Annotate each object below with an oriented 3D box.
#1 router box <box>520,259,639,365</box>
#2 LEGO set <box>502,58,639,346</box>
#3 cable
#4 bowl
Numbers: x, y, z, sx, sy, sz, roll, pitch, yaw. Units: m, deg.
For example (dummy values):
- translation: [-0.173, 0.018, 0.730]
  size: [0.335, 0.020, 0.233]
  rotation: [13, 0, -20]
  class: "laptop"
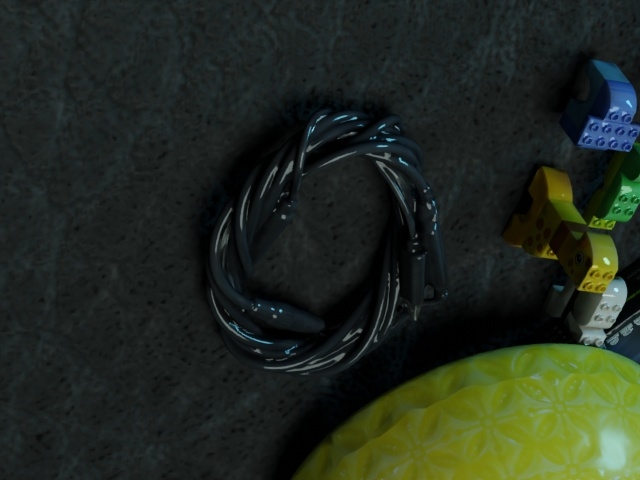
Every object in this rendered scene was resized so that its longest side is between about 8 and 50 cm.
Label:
- translation: [0.204, 0.078, 1.172]
  size: [0.122, 0.038, 0.092]
  rotation: [-36, 132, -1]
  class: "router box"
- translation: [0.181, -0.019, 1.042]
  size: [0.087, 0.093, 0.227]
  rotation: [6, 125, -26]
  class: "LEGO set"
- translation: [0.000, 0.000, 1.009]
  size: [0.151, 0.047, 0.184]
  rotation: [-21, 132, -8]
  class: "cable"
- translation: [0.127, 0.219, 1.118]
  size: [0.289, 0.156, 0.289]
  rotation: [-12, 136, -12]
  class: "bowl"
